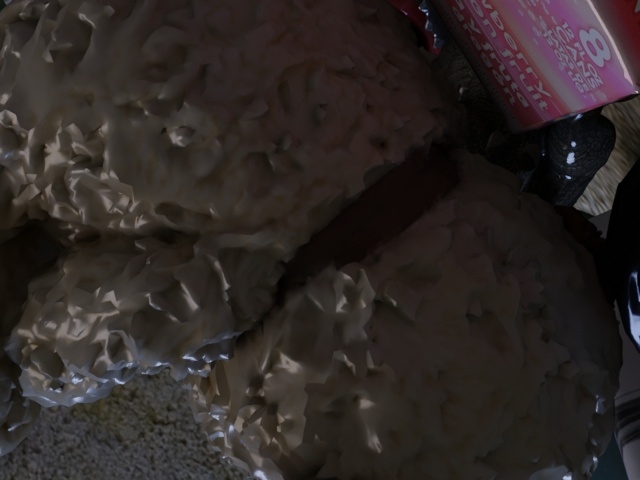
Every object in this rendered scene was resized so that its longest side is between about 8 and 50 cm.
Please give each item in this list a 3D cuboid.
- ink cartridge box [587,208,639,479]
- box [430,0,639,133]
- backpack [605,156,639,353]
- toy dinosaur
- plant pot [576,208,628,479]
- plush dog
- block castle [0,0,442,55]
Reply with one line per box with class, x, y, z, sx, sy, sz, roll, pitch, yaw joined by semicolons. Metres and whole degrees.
ink cartridge box;0.199;0.136;0.679;0.307;0.129;0.223;-97;-19;-58
box;0.049;-0.195;0.518;0.300;0.154;0.142;59;174;-3
backpack;0.177;-0.004;0.533;0.115;0.152;0.182;51;166;-30
toy dinosaur;0.083;-0.055;0.819;0.160;0.121;0.314;106;169;-69
plant pot;0.150;0.135;0.971;0.195;0.290;0.290;14;141;49
plush dog;0.000;0.000;0.598;0.225;0.262;0.210;45;138;3
block castle;-0.147;-0.213;1.275;0.453;0.303;0.213;57;173;1
